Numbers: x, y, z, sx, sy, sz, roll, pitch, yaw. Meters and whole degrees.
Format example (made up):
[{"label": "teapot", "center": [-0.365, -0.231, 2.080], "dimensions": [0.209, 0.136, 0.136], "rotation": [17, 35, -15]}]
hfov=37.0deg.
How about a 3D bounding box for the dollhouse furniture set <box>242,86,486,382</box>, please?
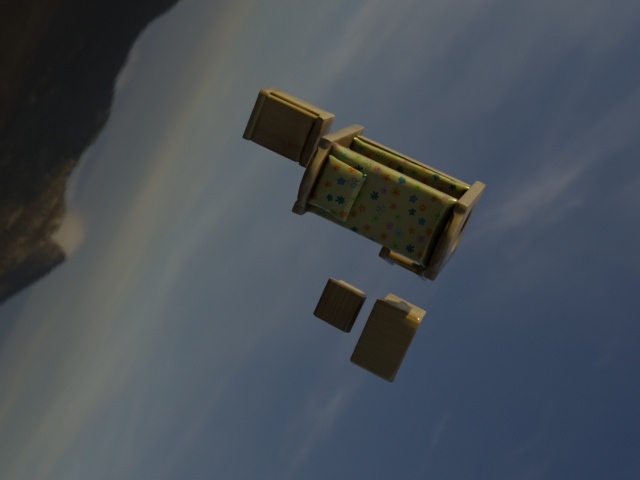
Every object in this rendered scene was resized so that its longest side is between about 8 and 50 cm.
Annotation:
[{"label": "dollhouse furniture set", "center": [0.000, 0.000, 0.702], "dimensions": [0.161, 0.182, 0.101], "rotation": [-68, 169, 18]}]
